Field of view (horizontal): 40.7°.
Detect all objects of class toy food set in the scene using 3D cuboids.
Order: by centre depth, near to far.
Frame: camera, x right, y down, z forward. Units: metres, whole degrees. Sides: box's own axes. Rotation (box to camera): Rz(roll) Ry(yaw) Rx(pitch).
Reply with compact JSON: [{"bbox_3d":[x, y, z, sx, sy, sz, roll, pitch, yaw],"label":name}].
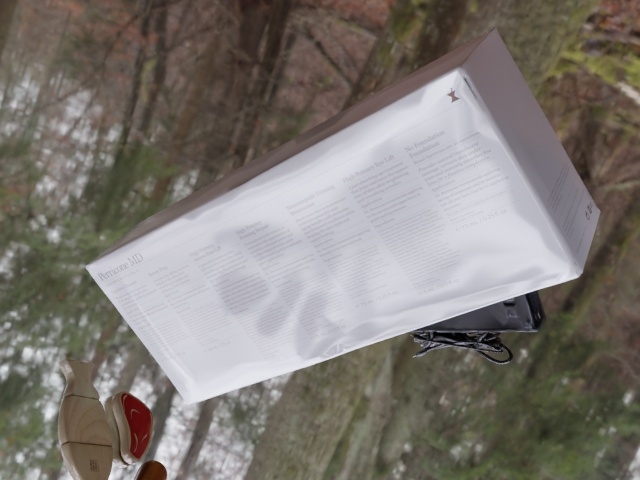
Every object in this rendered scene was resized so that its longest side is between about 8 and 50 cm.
[{"bbox_3d":[-0.091,0.119,0.383,0.078,0.019,0.122,37,-147,-50],"label":"toy food set"}]

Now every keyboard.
[{"bbox_3d":[0.088,0.041,0.664,0.192,0.100,0.038,-5,-164,47],"label":"keyboard"}]

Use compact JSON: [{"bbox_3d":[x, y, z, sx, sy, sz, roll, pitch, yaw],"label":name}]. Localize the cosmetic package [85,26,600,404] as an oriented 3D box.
[{"bbox_3d":[0.000,0.000,0.417,0.099,0.239,0.060,56,-143,-15],"label":"cosmetic package"}]
